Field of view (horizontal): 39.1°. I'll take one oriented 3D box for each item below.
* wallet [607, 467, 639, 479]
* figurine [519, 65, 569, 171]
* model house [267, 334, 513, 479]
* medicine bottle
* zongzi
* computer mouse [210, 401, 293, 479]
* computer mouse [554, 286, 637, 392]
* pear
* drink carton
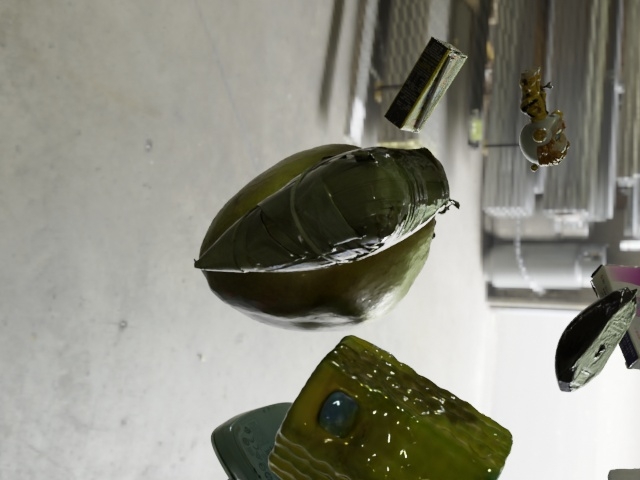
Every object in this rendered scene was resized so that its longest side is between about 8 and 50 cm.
[{"bbox_3d":[0.462,0.398,1.254,0.183,0.124,0.032,-75,151,-42],"label":"wallet"},{"bbox_3d":[0.309,-0.170,1.277,0.143,0.068,0.101,57,42,-36],"label":"figurine"},{"bbox_3d":[0.075,0.245,1.051,0.215,0.237,0.303,-57,169,-7],"label":"model house"},{"bbox_3d":[0.582,0.135,1.576,0.052,0.171,0.201,111,-22,-46],"label":"medicine bottle"},{"bbox_3d":[0.011,-0.017,0.552,0.154,0.130,0.062,-19,86,-63],"label":"zongzi"},{"bbox_3d":[-0.075,0.327,1.330,0.159,0.097,0.288,56,21,13],"label":"computer mouse"},{"bbox_3d":[0.367,0.129,1.226,0.099,0.057,0.172,26,100,-48],"label":"computer mouse"},{"bbox_3d":[0.000,0.000,1.211,0.269,0.321,0.269,-15,90,-87],"label":"pear"},{"bbox_3d":[0.188,-0.273,1.605,0.071,0.056,0.165,2,125,-52],"label":"drink carton"}]
